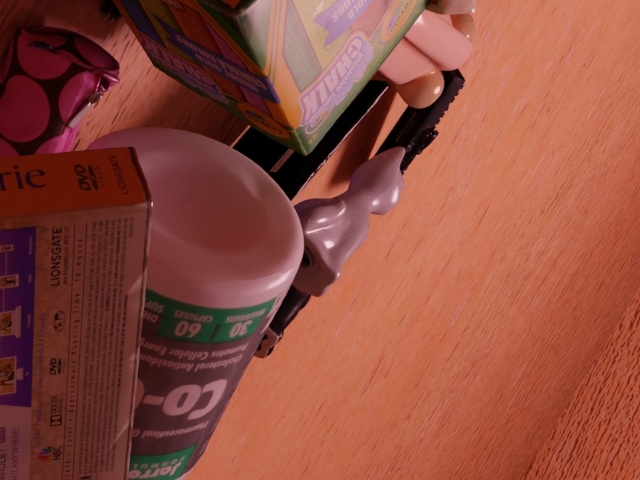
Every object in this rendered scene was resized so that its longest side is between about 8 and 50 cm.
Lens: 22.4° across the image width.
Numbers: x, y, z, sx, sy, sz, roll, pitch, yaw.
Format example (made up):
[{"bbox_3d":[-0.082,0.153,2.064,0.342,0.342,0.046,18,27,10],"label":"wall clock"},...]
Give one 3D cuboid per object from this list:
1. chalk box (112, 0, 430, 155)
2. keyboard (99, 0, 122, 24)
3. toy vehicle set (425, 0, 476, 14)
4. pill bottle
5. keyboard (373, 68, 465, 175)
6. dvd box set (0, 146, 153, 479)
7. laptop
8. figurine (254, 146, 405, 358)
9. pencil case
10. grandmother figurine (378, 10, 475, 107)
[{"bbox_3d":[-0.041,-0.203,1.281,0.180,0.179,0.289,-53,155,-11],"label":"chalk box"},{"bbox_3d":[-0.111,-0.291,1.302,0.317,0.033,0.202,-40,151,-33],"label":"keyboard"},{"bbox_3d":[0.077,-0.335,1.357,0.035,0.166,0.267,-9,112,-28],"label":"toy vehicle set"},{"bbox_3d":[-0.169,0.096,1.406,0.204,0.204,0.361,-28,153,-48],"label":"pill bottle"},{"bbox_3d":[0.107,-0.118,1.829,0.180,0.023,0.108,-57,-161,20],"label":"keyboard"},{"bbox_3d":[-0.325,0.089,1.027,0.420,0.062,0.308,-7,135,-17],"label":"dvd box set"},{"bbox_3d":[-0.040,-0.037,1.609,0.234,0.264,0.136,-51,119,-17],"label":"laptop"},{"bbox_3d":[0.000,0.000,1.748,0.209,0.092,0.215,-44,177,-46],"label":"figurine"},{"bbox_3d":[-0.232,-0.062,1.259,0.095,0.098,0.209,-4,123,-61],"label":"pencil case"},{"bbox_3d":[0.067,-0.236,1.630,0.342,0.104,0.208,14,98,-68],"label":"grandmother figurine"}]
